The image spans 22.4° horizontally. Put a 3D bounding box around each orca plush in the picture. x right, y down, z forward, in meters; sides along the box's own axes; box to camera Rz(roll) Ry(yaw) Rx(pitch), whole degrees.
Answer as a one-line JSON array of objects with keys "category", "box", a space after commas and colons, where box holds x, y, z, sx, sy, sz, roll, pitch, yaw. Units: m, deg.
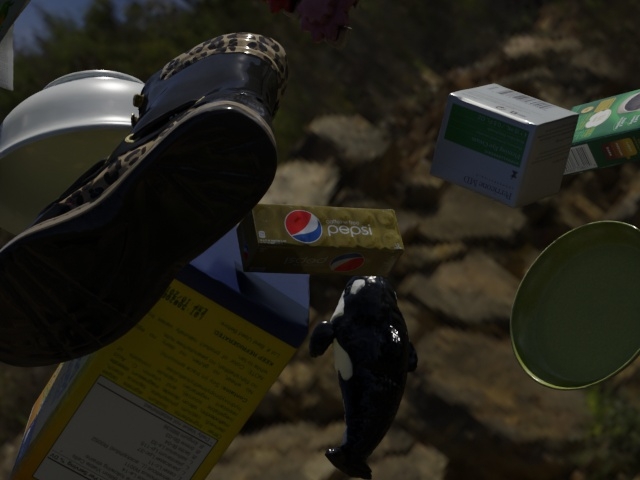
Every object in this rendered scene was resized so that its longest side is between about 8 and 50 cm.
[{"category": "orca plush", "box": [0.062, 0.157, 2.094, 0.102, 0.151, 0.287, -51, 14, 55]}]

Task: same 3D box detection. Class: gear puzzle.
[{"category": "gear puzzle", "box": [-0.058, -0.362, 1.847, 0.044, 0.339, 0.175, 3, -63, -44]}]

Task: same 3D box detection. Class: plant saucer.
[{"category": "plant saucer", "box": [0.357, 0.090, 2.120, 0.037, 0.241, 0.241, 31, -81, -38]}]

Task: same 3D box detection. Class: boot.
[{"category": "boot", "box": [-0.180, -0.050, 1.606, 0.377, 0.138, 0.284, -40, 17, 22]}]

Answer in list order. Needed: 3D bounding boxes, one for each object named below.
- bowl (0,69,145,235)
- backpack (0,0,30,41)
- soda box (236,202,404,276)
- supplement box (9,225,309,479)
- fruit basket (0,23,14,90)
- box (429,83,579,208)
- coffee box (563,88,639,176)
[{"category": "bowl", "box": [-0.269, -0.114, 1.957, 0.298, 0.298, 0.134, 116, 152, -60]}, {"category": "backpack", "box": [-0.354, -0.272, 1.390, 0.355, 0.273, 0.290, -32, 3, 22]}, {"category": "soda box", "box": [0.000, 0.000, 1.850, 0.181, 0.061, 0.058, 3, -35, -22]}, {"category": "supplement box", "box": [-0.187, 0.155, 1.913, 0.356, 0.194, 0.195, -54, 13, 18]}, {"category": "fruit basket", "box": [-0.510, -0.278, 1.878, 0.353, 0.327, 0.165, 152, 134, -80]}, {"category": "box", "box": [0.178, -0.093, 1.565, 0.102, 0.101, 0.087, -19, -53, -55]}, {"category": "coffee box", "box": [0.337, -0.123, 1.719, 0.184, 0.040, 0.113, -14, 23, 36]}]
